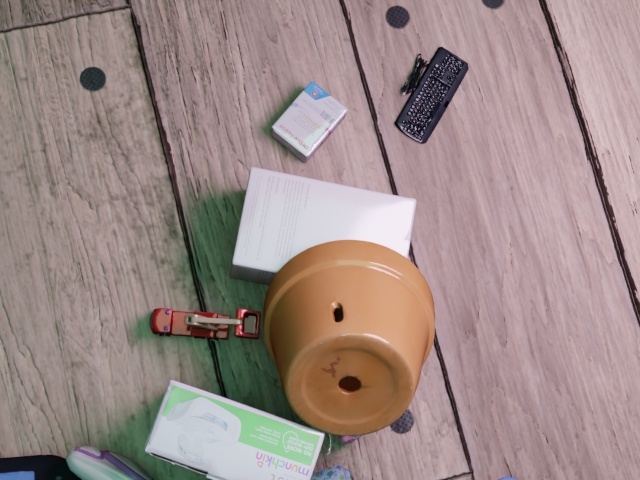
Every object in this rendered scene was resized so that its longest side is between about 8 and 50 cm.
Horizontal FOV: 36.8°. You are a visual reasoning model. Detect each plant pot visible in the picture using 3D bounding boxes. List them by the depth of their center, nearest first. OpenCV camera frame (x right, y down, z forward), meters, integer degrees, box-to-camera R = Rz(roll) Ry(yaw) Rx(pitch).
[{"bbox_3d":[0.046,0.174,1.540,0.290,0.203,0.291,1,120,1],"label":"plant pot"}]

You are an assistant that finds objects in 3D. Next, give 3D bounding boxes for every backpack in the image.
[{"bbox_3d":[0.011,0.447,1.648,0.114,0.105,0.084,-24,118,-3],"label":"backpack"}]

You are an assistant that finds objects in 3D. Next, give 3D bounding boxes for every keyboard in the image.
[{"bbox_3d":[0.206,-0.288,1.845,0.100,0.038,0.192,30,77,0],"label":"keyboard"}]

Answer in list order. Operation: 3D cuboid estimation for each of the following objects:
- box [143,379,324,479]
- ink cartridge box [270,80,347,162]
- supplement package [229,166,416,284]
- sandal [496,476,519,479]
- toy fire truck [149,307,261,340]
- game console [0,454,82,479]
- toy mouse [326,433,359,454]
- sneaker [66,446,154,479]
[{"bbox_3d":[-0.144,0.333,1.591,0.261,0.231,0.127,20,78,-2],"label":"box"},{"bbox_3d":[-0.023,-0.220,1.799,0.088,0.052,0.122,39,77,2],"label":"ink cartridge box"},{"bbox_3d":[0.000,0.000,1.696,0.292,0.175,0.178,12,78,-4],"label":"supplement package"},{"bbox_3d":[0.316,0.516,1.598,0.126,0.138,0.317,25,38,-2],"label":"sandal"},{"bbox_3d":[-0.202,0.144,1.668,0.191,0.135,0.047,6,79,-5],"label":"toy fire truck"},{"bbox_3d":[-0.568,0.510,1.512,0.386,0.060,0.342,-2,50,-12],"label":"game console"},{"bbox_3d":[0.034,0.310,1.679,0.161,0.031,0.143,38,40,-18],"label":"toy mouse"},{"bbox_3d":[-0.310,0.463,1.592,0.305,0.114,0.152,40,82,-9],"label":"sneaker"}]
